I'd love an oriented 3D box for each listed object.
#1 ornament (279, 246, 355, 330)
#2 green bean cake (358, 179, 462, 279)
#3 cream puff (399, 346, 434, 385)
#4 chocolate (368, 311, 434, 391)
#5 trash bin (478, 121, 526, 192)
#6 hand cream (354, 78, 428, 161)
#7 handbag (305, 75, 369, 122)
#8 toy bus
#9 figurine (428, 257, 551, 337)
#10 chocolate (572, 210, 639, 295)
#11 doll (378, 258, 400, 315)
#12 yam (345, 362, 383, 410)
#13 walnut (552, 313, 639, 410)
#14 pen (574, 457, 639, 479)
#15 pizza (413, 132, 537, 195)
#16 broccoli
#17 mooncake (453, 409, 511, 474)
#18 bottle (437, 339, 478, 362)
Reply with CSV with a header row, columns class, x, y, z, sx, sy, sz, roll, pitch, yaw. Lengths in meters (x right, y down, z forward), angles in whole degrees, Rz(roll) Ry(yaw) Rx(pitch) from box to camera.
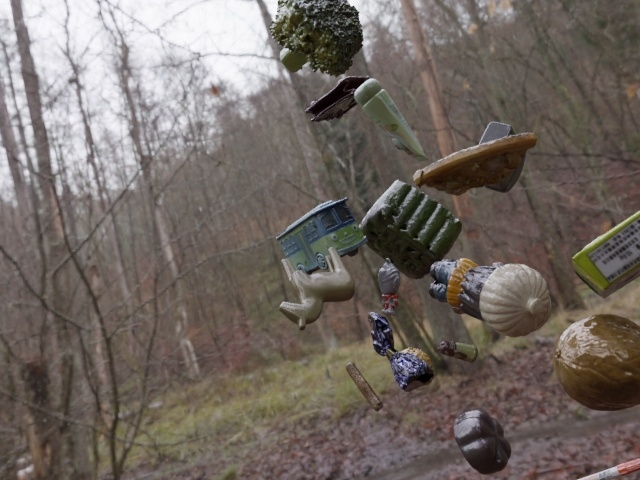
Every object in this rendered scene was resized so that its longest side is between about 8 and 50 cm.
class,x,y,z,sx,sy,sz,roll,pitch,yaw
ornament,-0.016,0.124,1.481,0.230,0.245,0.061,-3,-46,-26
green bean cake,0.319,-0.020,2.113,0.218,0.335,0.319,-48,-8,-26
cream puff,0.425,0.555,2.524,0.189,0.189,0.129,-4,-38,-50
chocolate,0.257,0.394,2.056,0.126,0.343,0.148,-35,-42,-7
trash bin,0.605,-0.273,1.931,0.101,0.177,0.236,25,-6,36
hand cream,0.229,-0.369,1.798,0.093,0.306,0.147,-41,5,2
handbag,0.071,-0.492,1.998,0.216,0.074,0.203,-29,-1,35
toy bus,0.000,0.000,1.873,0.152,0.190,0.312,-24,-3,-31
figurine,0.415,0.137,1.460,0.332,0.185,0.204,8,13,38
chocolate,0.935,0.040,1.741,0.300,0.137,0.288,-39,-26,14
doll,0.214,0.146,1.789,0.079,0.180,0.094,3,-5,-32
yam,0.191,0.634,2.486,0.056,0.241,0.057,-26,-32,-18
walnut,0.898,0.380,1.779,0.332,0.333,0.333,-15,-9,-3
pen,0.725,0.612,1.479,0.028,0.028,0.239,-5,-29,-49
pizza,0.413,-0.185,1.528,0.323,0.090,0.223,-18,-17,10
broccoli,-0.017,-0.590,1.587,0.259,0.288,0.235,-13,-45,17
mooncake,0.630,0.781,2.230,0.133,0.245,0.245,-37,-19,30
bottle,0.355,0.288,1.494,0.101,0.047,0.063,14,-26,-11
